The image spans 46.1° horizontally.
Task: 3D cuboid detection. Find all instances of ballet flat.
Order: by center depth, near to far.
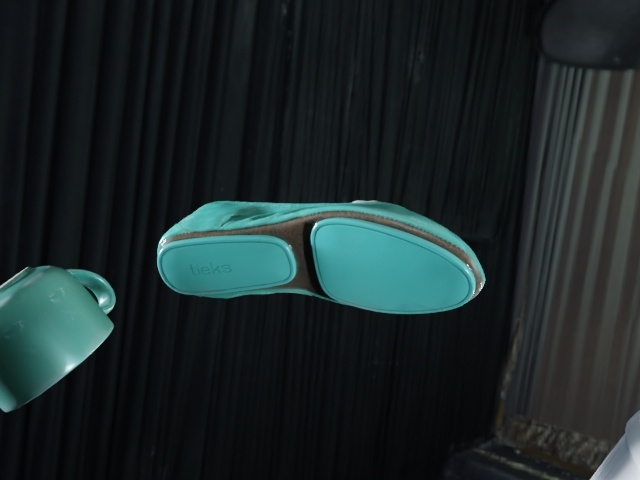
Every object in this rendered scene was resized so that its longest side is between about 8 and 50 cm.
[{"bbox_3d":[0.000,0.000,0.562,0.247,0.083,0.087,1,-148,18],"label":"ballet flat"}]

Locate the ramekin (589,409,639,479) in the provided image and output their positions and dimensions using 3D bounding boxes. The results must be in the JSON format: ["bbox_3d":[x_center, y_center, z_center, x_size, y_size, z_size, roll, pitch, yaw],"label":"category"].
[{"bbox_3d":[0.325,0.273,0.605,0.273,0.127,0.273,33,-161,-13],"label":"ramekin"}]

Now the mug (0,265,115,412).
[{"bbox_3d":[-0.282,0.083,0.739,0.129,0.097,0.158,-36,-167,2],"label":"mug"}]
